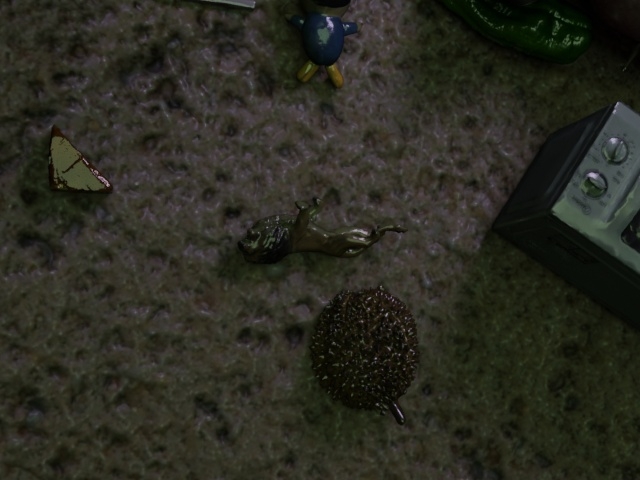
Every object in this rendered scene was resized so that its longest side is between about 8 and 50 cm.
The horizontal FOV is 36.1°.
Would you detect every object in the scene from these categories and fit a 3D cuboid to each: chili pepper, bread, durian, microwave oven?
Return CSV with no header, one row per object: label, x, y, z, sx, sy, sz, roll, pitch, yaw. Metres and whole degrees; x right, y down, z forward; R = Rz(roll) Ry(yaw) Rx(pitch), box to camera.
chili pepper,0.241,-0.310,1.296,0.253,0.083,0.099,31,81,-3
bread,-0.309,-0.084,1.203,0.062,0.043,0.109,-42,96,-11
durian,0.069,0.149,1.236,0.148,0.091,0.189,-24,94,-10
microwave oven,0.407,-0.016,1.230,0.295,0.237,0.181,34,82,-5

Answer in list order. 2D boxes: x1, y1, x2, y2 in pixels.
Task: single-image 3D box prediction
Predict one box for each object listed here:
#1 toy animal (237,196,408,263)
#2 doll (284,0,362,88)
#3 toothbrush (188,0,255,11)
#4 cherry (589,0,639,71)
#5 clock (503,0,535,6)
toy animal,0.004,-0.017,1.247,0.219,0.069,0.086,-2,109,-5
doll,0.006,-0.289,1.254,0.102,0.089,0.179,7,110,-9
toothbrush,-0.180,-0.314,1.252,0.194,0.014,0.017,9,85,-9
cherry,0.469,-0.345,1.250,0.261,0.221,0.308,25,90,-46
clock,0.307,-0.439,1.209,0.273,0.049,0.279,-27,49,12
